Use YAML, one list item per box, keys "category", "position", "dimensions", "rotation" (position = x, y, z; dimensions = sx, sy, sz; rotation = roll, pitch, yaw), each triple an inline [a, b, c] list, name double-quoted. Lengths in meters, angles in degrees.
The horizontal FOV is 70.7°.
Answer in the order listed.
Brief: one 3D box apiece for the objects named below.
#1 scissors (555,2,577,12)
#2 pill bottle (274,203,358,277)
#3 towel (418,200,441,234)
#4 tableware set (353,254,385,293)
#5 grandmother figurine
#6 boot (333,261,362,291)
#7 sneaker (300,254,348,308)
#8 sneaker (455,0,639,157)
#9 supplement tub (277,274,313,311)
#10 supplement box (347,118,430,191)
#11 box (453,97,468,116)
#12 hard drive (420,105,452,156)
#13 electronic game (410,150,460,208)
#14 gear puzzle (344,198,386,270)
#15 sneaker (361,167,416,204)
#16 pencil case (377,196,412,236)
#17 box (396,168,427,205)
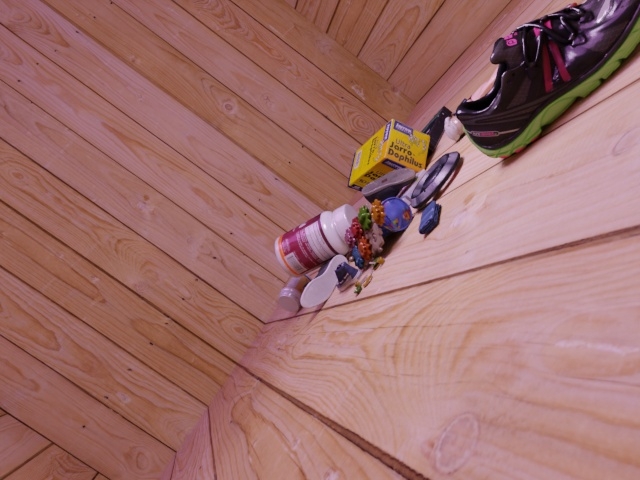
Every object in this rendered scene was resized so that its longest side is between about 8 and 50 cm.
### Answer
- category: "scissors"
  position: [0.693, -0.677, 1.472]
  dimensions: [0.297, 0.021, 0.109]
  rotation: [-34, 15, 13]
- category: "pill bottle"
  position: [0.000, 0.000, 2.106]
  dimensions: [0.392, 0.224, 0.224]
  rotation: [-27, 16, 23]
- category: "towel"
  position: [0.310, -0.063, 1.281]
  dimensions: [0.067, 0.029, 0.119]
  rotation: [-50, 7, 35]
- category: "tableware set"
  position: [0.162, 0.110, 1.515]
  dimensions: [0.154, 0.024, 0.104]
  rotation: [-51, 6, 24]
- category: "grandmother figurine"
  position: [0.552, -0.481, 1.571]
  dimensions: [0.208, 0.104, 0.342]
  rotation: [-22, -20, -38]
- category: "boot"
  position: [0.085, 0.132, 1.718]
  dimensions: [0.069, 0.086, 0.190]
  rotation: [-57, 6, -29]
- category: "sneaker"
  position: [0.004, 0.198, 1.998]
  dimensions: [0.295, 0.104, 0.147]
  rotation: [-49, 1, -27]
- category: "sneaker"
  position: [0.473, -0.383, 0.934]
  dimensions: [0.483, 0.202, 0.185]
  rotation: [-50, 6, 36]
- category: "supplement tub"
  position: [-0.136, 0.280, 2.473]
  dimensions: [0.144, 0.144, 0.199]
  rotation: [-49, 7, 44]
- category: "supplement box"
  position: [0.294, -0.346, 2.007]
  dimensions: [0.356, 0.194, 0.195]
  rotation: [147, 138, -64]
- category: "box"
  position: [0.556, -0.493, 1.729]
  dimensions: [0.083, 0.067, 0.018]
  rotation: [-54, 4, -16]
- category: "hard drive"
  position: [0.495, -0.465, 2.146]
  dimensions: [0.237, 0.064, 0.339]
  rotation: [-48, 9, 52]
- category: "electronic game"
  position: [0.376, -0.199, 1.486]
  dimensions: [0.229, 0.048, 0.229]
  rotation: [-52, 5, 7]
- category: "gear puzzle"
  position: [0.152, -0.023, 1.550]
  dimensions: [0.044, 0.175, 0.339]
  rotation: [-11, -23, -20]
- category: "sneaker"
  position: [0.286, -0.199, 1.778]
  dimensions: [0.222, 0.118, 0.083]
  rotation: [-20, 39, 27]
- category: "pencil case"
  position: [0.208, -0.052, 1.629]
  dimensions: [0.133, 0.119, 0.306]
  rotation: [-41, -1, -23]
- category: "box"
  position: [0.342, -0.181, 1.769]
  dimensions: [0.186, 0.038, 0.145]
  rotation: [-53, 5, -10]
